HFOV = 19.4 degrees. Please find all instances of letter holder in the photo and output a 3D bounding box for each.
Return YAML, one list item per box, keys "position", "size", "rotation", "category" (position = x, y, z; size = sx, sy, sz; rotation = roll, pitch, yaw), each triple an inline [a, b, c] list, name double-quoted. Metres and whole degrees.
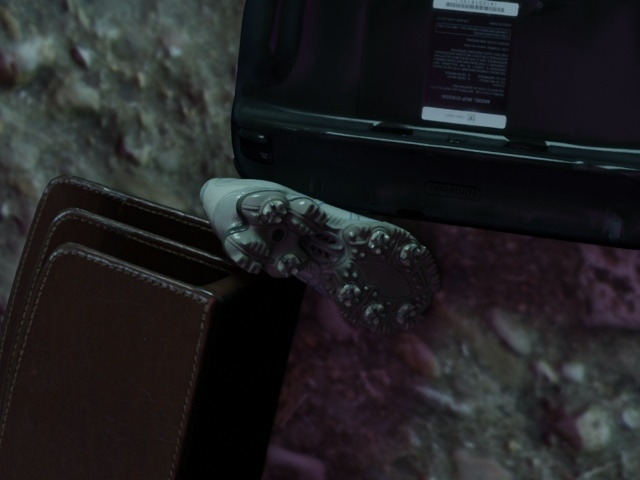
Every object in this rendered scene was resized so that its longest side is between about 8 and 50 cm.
- position: [-0.160, 0.129, 1.248]
  size: [0.214, 0.152, 0.302]
  rotation: [19, 107, 18]
  category: "letter holder"

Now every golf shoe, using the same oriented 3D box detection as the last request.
- position: [0.000, 0.000, 1.182]
  size: [0.069, 0.176, 0.086]
  rotation: [-58, 37, 5]
  category: "golf shoe"

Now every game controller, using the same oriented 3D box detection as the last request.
- position: [0.095, -0.091, 1.164]
  size: [0.319, 0.067, 0.166]
  rotation: [8, 89, 18]
  category: "game controller"
